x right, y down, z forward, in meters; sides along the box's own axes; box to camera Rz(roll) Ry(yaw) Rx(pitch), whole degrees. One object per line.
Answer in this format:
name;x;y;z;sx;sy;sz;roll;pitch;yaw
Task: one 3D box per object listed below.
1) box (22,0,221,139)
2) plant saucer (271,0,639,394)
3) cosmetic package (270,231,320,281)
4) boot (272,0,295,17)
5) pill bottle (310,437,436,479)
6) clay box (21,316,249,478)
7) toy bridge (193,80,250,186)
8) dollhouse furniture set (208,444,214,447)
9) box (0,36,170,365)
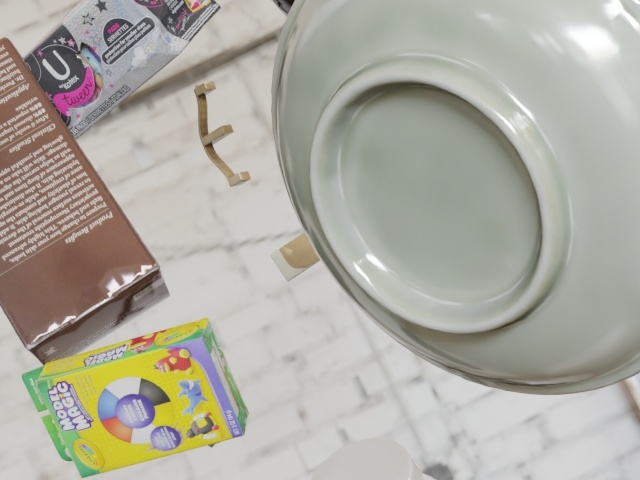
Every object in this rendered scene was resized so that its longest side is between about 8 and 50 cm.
box;-0.293;-0.285;2.069;0.247;0.142;0.163;-34;16;36
plant saucer;0.103;-0.045;1.096;0.100;0.400;0.400;-34;-3;-45
cosmetic package;0.000;0.000;1.792;0.115;0.041;0.060;-34;1;15
boot;-0.038;-0.386;2.191;0.085;0.236;0.178;-43;-55;11
pill bottle;0.132;0.478;2.190;0.210;0.363;0.210;-21;34;15
clay box;-0.203;0.174;1.560;0.222;0.127;0.053;-17;22;11
toy bridge;-0.177;-0.179;2.482;0.026;0.188;0.063;-15;-9;-46
dollhouse furniture set;-0.164;0.250;2.121;0.058;0.076;0.151;-63;6;-20
box;-0.371;-0.048;1.858;0.191;0.381;0.143;-32;-17;-8
